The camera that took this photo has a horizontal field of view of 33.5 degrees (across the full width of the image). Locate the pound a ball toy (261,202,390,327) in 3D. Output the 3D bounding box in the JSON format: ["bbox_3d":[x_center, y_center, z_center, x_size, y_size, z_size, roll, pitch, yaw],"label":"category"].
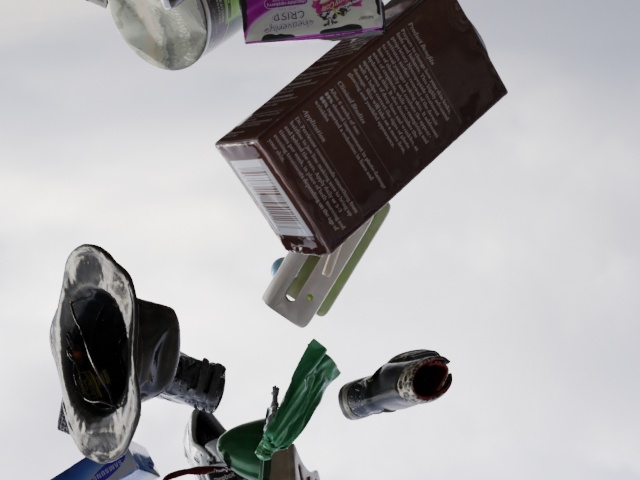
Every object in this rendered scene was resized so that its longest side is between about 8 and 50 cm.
[{"bbox_3d":[0.000,0.000,1.969,0.135,0.319,0.208,34,-163,12],"label":"pound a ball toy"}]

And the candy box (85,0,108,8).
[{"bbox_3d":[-0.427,-0.535,1.883,0.165,0.196,0.070,17,-169,-39],"label":"candy box"}]

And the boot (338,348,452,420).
[{"bbox_3d":[0.165,0.227,1.751,0.236,0.085,0.178,-18,176,-41],"label":"boot"}]

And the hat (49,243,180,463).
[{"bbox_3d":[-0.287,0.164,1.582,0.134,0.331,0.331,-4,-164,-35],"label":"hat"}]

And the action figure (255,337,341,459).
[{"bbox_3d":[-0.053,0.308,1.990,0.063,0.137,0.232,14,-118,39],"label":"action figure"}]

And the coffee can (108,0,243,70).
[{"bbox_3d":[-0.193,-0.431,1.786,0.201,0.201,0.275,10,-144,30],"label":"coffee can"}]

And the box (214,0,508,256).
[{"bbox_3d":[0.061,-0.171,1.464,0.381,0.191,0.143,-41,-159,-22],"label":"box"}]

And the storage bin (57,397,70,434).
[{"bbox_3d":[-0.410,0.271,1.962,0.084,0.180,0.122,19,-157,12],"label":"storage bin"}]

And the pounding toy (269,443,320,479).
[{"bbox_3d":[-0.020,0.527,2.244,0.155,0.269,0.154,-12,-143,12],"label":"pounding toy"}]

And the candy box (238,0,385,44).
[{"bbox_3d":[-0.003,-0.275,1.279,0.159,0.071,0.233,-6,-171,6],"label":"candy box"}]

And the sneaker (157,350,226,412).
[{"bbox_3d":[-0.249,0.225,1.871,0.147,0.105,0.296,9,159,14],"label":"sneaker"}]

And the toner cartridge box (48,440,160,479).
[{"bbox_3d":[-0.490,0.507,2.036,0.348,0.075,0.165,-32,161,-3],"label":"toner cartridge box"}]

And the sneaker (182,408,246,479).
[{"bbox_3d":[-0.211,0.498,2.277,0.122,0.146,0.330,-21,-127,-24],"label":"sneaker"}]

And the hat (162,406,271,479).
[{"bbox_3d":[-0.193,0.404,2.068,0.183,0.173,0.208,3,162,3],"label":"hat"}]

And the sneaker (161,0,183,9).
[{"bbox_3d":[-0.185,-0.392,1.557,0.065,0.061,0.158,8,-134,19],"label":"sneaker"}]
